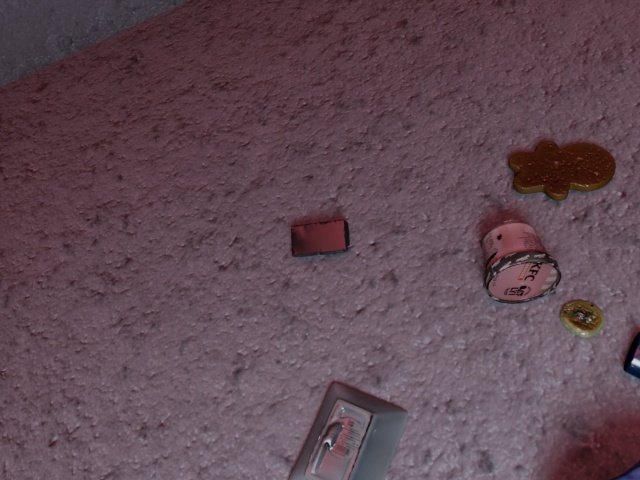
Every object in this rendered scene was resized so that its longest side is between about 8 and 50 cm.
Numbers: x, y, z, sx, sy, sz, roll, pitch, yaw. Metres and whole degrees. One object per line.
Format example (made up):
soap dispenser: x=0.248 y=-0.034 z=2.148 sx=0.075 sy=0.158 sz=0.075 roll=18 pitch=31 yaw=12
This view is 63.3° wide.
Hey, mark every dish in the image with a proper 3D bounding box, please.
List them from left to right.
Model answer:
dish: x=0.048 y=0.414 z=1.036 sx=0.182 sy=0.080 sz=0.243 roll=15 pitch=64 yaw=25

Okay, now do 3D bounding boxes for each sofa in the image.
sofa: x=0.000 y=0.000 z=1.334 sx=0.147 sy=0.060 sz=0.085 roll=-7 pitch=74 yaw=13

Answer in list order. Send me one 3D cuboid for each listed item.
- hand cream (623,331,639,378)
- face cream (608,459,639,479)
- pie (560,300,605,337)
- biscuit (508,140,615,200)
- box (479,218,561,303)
hand cream: x=0.708 y=0.262 z=0.942 sx=0.271 sy=0.061 sz=0.120 roll=24 pitch=70 yaw=23
face cream: x=0.496 y=0.462 z=0.761 sx=0.249 sy=0.249 sz=0.225 roll=-30 pitch=53 yaw=-3
pie: x=0.542 y=0.160 z=1.076 sx=0.084 sy=0.021 sz=0.084 roll=-8 pitch=57 yaw=12
biscuit: x=0.584 y=-0.171 z=1.261 sx=0.237 sy=0.039 sz=0.179 roll=-4 pitch=56 yaw=14
box: x=0.418 y=0.041 z=1.118 sx=0.151 sy=0.151 sz=0.135 roll=-12 pitch=49 yaw=10
